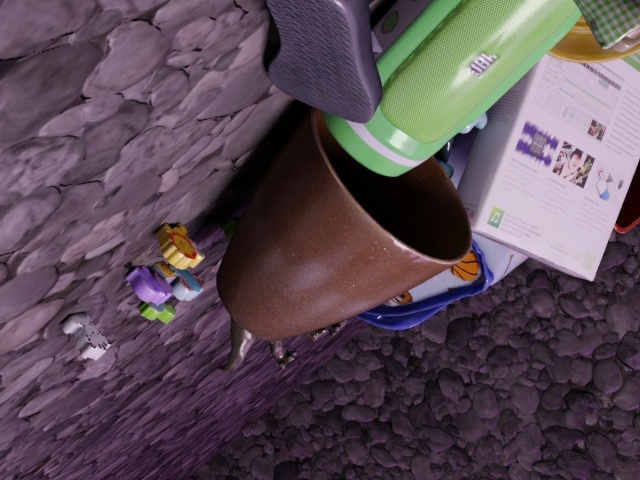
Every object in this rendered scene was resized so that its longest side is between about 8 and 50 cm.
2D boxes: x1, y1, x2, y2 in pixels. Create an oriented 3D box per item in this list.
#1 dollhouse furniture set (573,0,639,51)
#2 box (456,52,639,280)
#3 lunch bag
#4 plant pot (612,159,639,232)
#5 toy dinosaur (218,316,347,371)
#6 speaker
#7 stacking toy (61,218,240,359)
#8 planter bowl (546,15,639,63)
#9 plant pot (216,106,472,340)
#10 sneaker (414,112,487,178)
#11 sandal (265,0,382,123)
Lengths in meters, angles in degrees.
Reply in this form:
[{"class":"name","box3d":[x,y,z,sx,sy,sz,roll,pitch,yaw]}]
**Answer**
[{"class":"dollhouse furniture set","box3d":[0.277,-0.302,0.736,0.301,0.198,0.151,-33,170,-30]},{"class":"box","box3d":[0.291,-0.135,1.174,0.232,0.058,0.322,21,91,-39]},{"class":"lunch bag","box3d":[0.185,-0.039,1.482,0.327,0.239,0.385,-32,-176,-34]},{"class":"plant pot","box3d":[0.504,-0.190,1.824,0.267,0.267,0.235,-36,-171,-14]},{"class":"toy dinosaur","box3d":[-0.051,0.081,1.444,0.313,0.160,0.121,-36,-175,39]},{"class":"speaker","box3d":[0.132,-0.192,0.910,0.296,0.131,0.131,-45,168,29]},{"class":"stacking toy","box3d":[-0.167,0.049,1.123,0.167,0.052,0.221,-42,170,17]},{"class":"planter bowl","box3d":[0.282,-0.290,0.999,0.217,0.090,0.217,-9,138,-8]},{"class":"plant pot","box3d":[0.000,0.000,1.054,0.230,0.215,0.215,-41,169,29]},{"class":"sneaker","box3d":[0.080,-0.092,1.162,0.110,0.122,0.283,-27,164,-45]},{"class":"sandal","box3d":[0.011,-0.155,0.777,0.254,0.097,0.055,93,23,-77]}]
